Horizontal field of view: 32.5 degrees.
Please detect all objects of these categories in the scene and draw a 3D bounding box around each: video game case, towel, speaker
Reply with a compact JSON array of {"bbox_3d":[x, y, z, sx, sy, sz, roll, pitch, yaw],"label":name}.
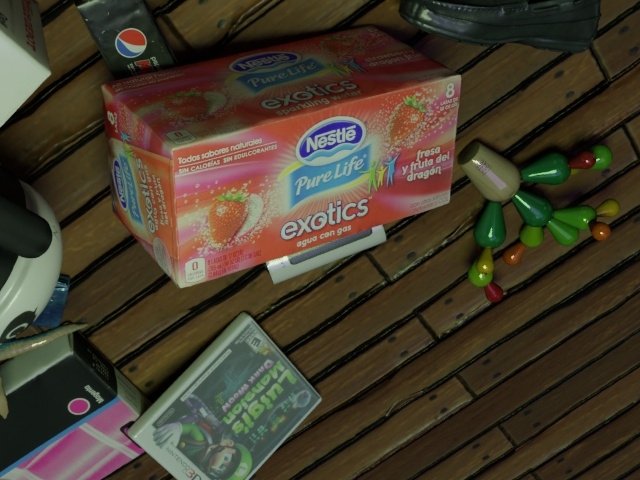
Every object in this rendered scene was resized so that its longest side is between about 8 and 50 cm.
[{"bbox_3d":[-0.106,0.204,1.286,0.190,0.022,0.173,-46,128,-12],"label":"video game case"},{"bbox_3d":[-0.326,0.060,1.151,0.120,0.029,0.067,8,121,-23],"label":"towel"},{"bbox_3d":[0.000,0.000,1.204,0.136,0.055,0.055,-21,127,-4],"label":"speaker"}]

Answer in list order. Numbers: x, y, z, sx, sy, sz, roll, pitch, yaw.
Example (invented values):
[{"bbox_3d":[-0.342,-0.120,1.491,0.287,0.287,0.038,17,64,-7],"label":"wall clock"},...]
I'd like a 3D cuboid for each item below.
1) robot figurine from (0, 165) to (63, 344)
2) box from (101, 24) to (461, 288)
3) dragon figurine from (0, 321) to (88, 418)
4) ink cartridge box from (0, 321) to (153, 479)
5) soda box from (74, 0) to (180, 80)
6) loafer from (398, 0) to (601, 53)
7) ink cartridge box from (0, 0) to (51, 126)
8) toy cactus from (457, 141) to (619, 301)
[{"bbox_3d":[-0.350,-0.009,0.926,0.173,0.209,0.278,-52,136,3],"label":"robot figurine"},{"bbox_3d":[-0.034,-0.089,1.027,0.300,0.154,0.142,-17,127,-27],"label":"box"},{"bbox_3d":[-0.390,0.133,1.132,0.289,0.144,0.085,-41,141,0],"label":"dragon figurine"},{"bbox_3d":[-0.380,0.255,1.248,0.371,0.069,0.175,-32,127,7],"label":"ink cartridge box"},{"bbox_3d":[-0.169,-0.170,1.033,0.060,0.053,0.168,-26,128,-2],"label":"soda box"},{"bbox_3d":[0.182,-0.236,1.097,0.223,0.076,0.078,-1,118,-24],"label":"loafer"},{"bbox_3d":[-0.331,-0.204,0.891,0.093,0.160,0.219,-41,127,11],"label":"ink cartridge box"},{"bbox_3d":[0.226,-0.038,1.235,0.180,0.112,0.219,37,114,-24],"label":"toy cactus"}]
